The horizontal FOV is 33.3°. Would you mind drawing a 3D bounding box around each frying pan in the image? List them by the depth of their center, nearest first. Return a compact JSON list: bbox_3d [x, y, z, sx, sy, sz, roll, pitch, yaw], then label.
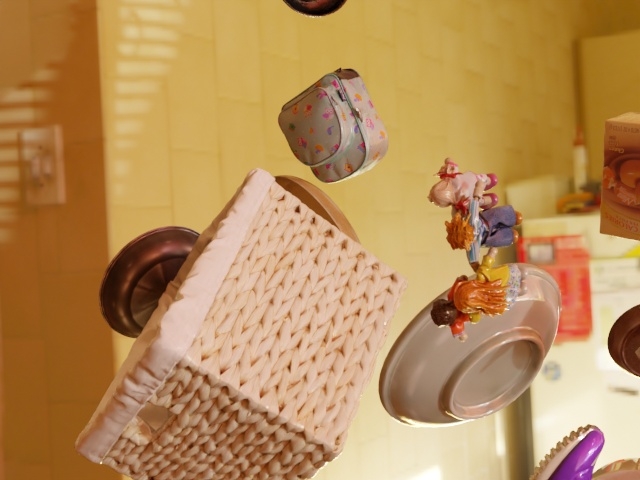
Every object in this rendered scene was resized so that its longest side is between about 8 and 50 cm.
[{"bbox_3d":[-0.235,0.123,1.662,0.197,0.326,0.053,-24,39,-24],"label":"frying pan"}]

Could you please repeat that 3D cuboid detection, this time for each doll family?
[{"bbox_3d":[0.224,0.015,1.486,0.118,0.263,0.163,2,7,40],"label":"doll family"}]

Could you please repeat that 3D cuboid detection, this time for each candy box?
[{"bbox_3d":[0.572,-0.078,1.557,0.316,0.183,0.087,12,23,38],"label":"candy box"}]

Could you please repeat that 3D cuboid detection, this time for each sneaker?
[{"bbox_3d":[0.336,0.401,1.485,0.146,0.293,0.102,33,1,13],"label":"sneaker"}]

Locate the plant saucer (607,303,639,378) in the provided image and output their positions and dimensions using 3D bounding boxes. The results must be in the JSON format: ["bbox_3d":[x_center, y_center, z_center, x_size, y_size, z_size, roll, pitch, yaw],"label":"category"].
[{"bbox_3d":[0.569,0.176,1.795,0.168,0.168,0.029,-3,31,9],"label":"plant saucer"}]

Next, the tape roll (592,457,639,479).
[{"bbox_3d":[0.532,0.494,1.785,0.246,0.246,0.169,-3,-6,19],"label":"tape roll"}]

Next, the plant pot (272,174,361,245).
[{"bbox_3d":[0.000,0.000,1.594,0.032,0.236,0.236,-34,12,-22],"label":"plant pot"}]

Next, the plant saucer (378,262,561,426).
[{"bbox_3d":[0.300,0.224,1.973,0.400,0.400,0.100,-2,40,-34],"label":"plant saucer"}]

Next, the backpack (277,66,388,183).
[{"bbox_3d":[0.026,-0.201,1.970,0.166,0.188,0.144,-29,4,37],"label":"backpack"}]

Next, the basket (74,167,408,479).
[{"bbox_3d":[-0.101,0.155,1.392,0.266,0.331,0.328,34,-44,-7],"label":"basket"}]

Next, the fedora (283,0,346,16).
[{"bbox_3d":[0.028,-0.574,1.931,0.152,0.334,0.334,9,7,38],"label":"fedora"}]

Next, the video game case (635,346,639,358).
[{"bbox_3d":[0.570,0.168,1.714,0.011,0.122,0.087,24,26,-34],"label":"video game case"}]
